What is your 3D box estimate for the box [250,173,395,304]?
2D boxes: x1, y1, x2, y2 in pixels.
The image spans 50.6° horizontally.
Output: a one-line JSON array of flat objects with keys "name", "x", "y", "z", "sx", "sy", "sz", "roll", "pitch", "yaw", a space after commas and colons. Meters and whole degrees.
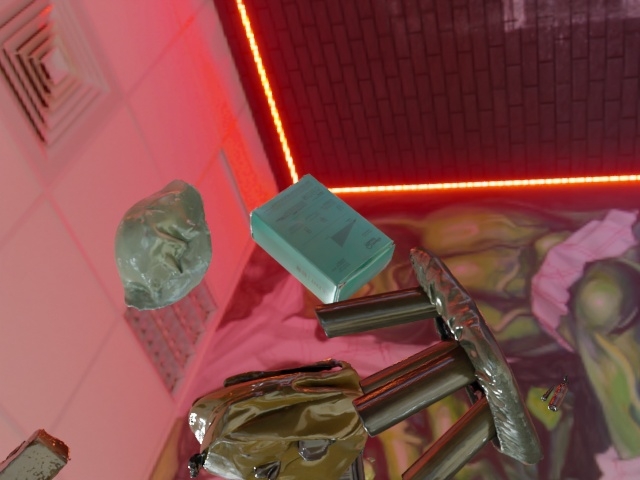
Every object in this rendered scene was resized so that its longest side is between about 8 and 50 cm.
[{"name": "box", "x": 0.000, "y": 0.000, "z": 1.675, "sx": 0.205, "sy": 0.311, "sz": 0.118, "roll": -38, "pitch": -26, "yaw": -27}]

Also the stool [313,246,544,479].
[{"name": "stool", "x": 0.167, "y": 0.217, "z": 1.068, "sx": 0.310, "sy": 0.226, "sz": 0.310, "roll": 60, "pitch": -178, "yaw": -37}]

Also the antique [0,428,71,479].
[{"name": "antique", "x": -0.635, "y": 0.509, "z": 1.338, "sx": 0.087, "sy": 0.310, "sz": 0.093, "roll": 46, "pitch": 174, "yaw": -16}]

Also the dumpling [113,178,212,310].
[{"name": "dumpling", "x": -0.420, "y": 0.003, "z": 1.854, "sx": 0.212, "sy": 0.269, "sz": 0.321, "roll": -99, "pitch": 5, "yaw": -76}]

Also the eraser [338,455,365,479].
[{"name": "eraser", "x": 0.031, "y": 0.563, "z": 1.705, "sx": 0.101, "sy": 0.154, "sz": 0.332, "roll": 70, "pitch": -168, "yaw": -68}]

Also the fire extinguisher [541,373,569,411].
[{"name": "fire extinguisher", "x": 0.547, "y": 0.356, "z": 1.575, "sx": 0.032, "sy": 0.046, "sz": 0.100, "roll": 54, "pitch": -131, "yaw": -9}]

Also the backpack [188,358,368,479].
[{"name": "backpack", "x": -0.080, "y": 0.394, "z": 1.387, "sx": 0.354, "sy": 0.377, "sz": 0.201, "roll": 95, "pitch": 165, "yaw": -48}]

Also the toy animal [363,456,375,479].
[{"name": "toy animal", "x": 0.098, "y": 0.707, "z": 1.975, "sx": 0.169, "sy": 0.121, "sz": 0.233, "roll": -53, "pitch": -14, "yaw": -7}]
